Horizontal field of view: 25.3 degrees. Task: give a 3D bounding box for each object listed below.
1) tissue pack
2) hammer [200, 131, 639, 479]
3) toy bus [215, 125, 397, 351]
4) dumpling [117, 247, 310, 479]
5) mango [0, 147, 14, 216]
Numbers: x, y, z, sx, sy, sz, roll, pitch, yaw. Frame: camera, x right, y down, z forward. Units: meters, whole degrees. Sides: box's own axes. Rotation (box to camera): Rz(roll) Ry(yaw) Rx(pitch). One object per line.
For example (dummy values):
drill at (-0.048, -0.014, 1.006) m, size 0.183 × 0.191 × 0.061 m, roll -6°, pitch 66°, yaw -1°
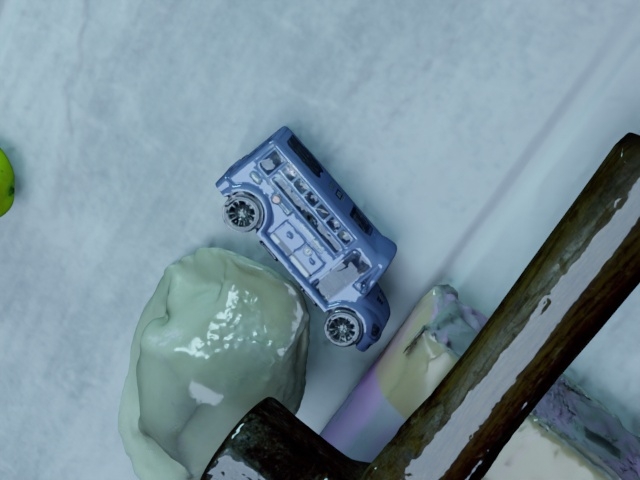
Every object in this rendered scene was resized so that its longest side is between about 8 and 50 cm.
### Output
tissue pack at (0.101, 0.190, 1.087) m, size 0.215 × 0.123 × 0.257 m, roll 37°, pitch 120°, yaw 4°
hammer at (0.107, 0.099, 0.938) m, size 0.242 × 0.095 × 0.409 m, roll 37°, pitch 112°, yaw 8°
toy bus at (0.000, 0.000, 1.049) m, size 0.076 × 0.073 × 0.167 m, roll -40°, pitch 97°, yaw 15°
dumpling at (-0.093, 0.093, 1.139) m, size 0.166 × 0.126 × 0.216 m, roll 50°, pitch 147°, yaw 26°
mango at (-0.300, -0.051, 1.185) m, size 0.108 × 0.056 × 0.073 m, roll 15°, pitch 121°, yaw 33°
